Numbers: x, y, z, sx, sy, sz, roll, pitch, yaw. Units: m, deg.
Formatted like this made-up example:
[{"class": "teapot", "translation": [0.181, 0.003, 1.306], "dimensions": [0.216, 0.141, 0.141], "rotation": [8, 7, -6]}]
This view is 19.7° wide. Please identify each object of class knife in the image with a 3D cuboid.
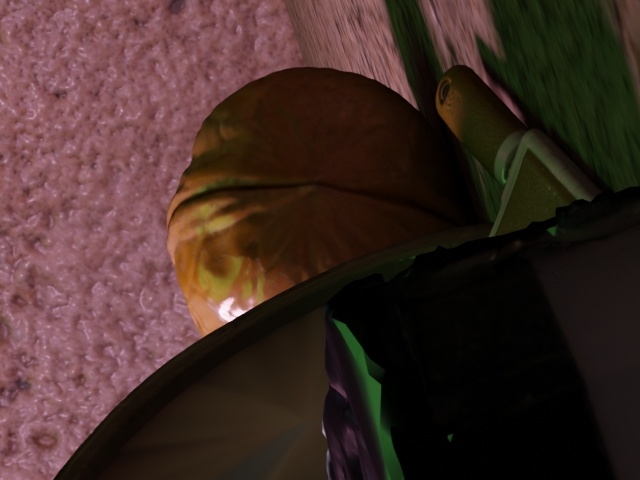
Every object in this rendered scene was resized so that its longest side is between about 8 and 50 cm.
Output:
[{"class": "knife", "translation": [0.067, -0.011, 0.588], "dimensions": [0.256, 0.022, 0.046], "rotation": [-112, 43, -71]}]

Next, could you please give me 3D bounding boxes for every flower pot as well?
[{"class": "flower pot", "translation": [0.043, 0.127, 0.620], "dimensions": [0.202, 0.212, 0.212], "rotation": [56, -176, -18]}]

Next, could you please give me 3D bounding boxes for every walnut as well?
[{"class": "walnut", "translation": [0.000, 0.000, 0.954], "dimensions": [0.197, 0.165, 0.165], "rotation": [72, 179, -66]}]

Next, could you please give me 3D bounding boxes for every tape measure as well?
[{"class": "tape measure", "translation": [0.065, 0.092, 0.401], "dimensions": [0.181, 0.107, 0.182], "rotation": [96, 154, -81]}]
